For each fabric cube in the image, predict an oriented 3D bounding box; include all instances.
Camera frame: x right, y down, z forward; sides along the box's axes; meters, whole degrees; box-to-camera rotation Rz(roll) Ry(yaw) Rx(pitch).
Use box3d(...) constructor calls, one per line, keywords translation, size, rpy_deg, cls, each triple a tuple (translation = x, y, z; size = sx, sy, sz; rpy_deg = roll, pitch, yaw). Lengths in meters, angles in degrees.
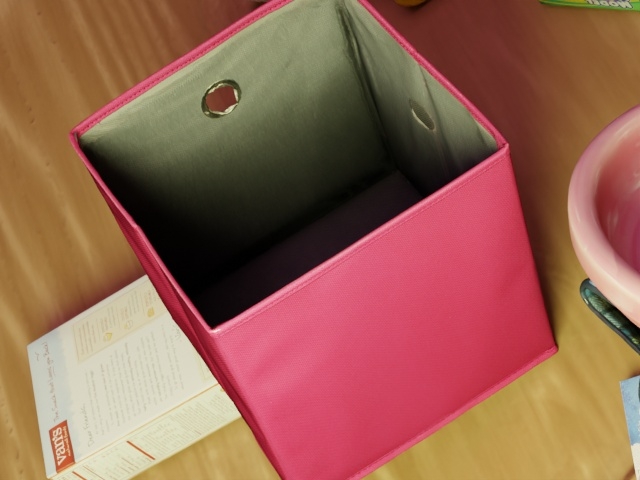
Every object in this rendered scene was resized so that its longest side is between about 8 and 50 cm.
box3d(translation=(0.000, 0.000, 1.375), size=(0.254, 0.258, 0.259), rpy_deg=(-33, 51, -8), cls="fabric cube")

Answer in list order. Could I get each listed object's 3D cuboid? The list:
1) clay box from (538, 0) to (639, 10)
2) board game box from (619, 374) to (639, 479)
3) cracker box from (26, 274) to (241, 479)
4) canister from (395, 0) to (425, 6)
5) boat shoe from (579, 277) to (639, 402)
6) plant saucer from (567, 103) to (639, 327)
box3d(translation=(0.297, -0.262, 1.522), size=(0.222, 0.053, 0.127), rpy_deg=(12, 70, 37), cls="clay box")
box3d(translation=(0.274, 0.134, 1.311), size=(0.090, 0.020, 0.090), rpy_deg=(-21, 52, 23), cls="board game box")
box3d(translation=(-0.148, 0.113, 1.585), size=(0.232, 0.067, 0.155), rpy_deg=(-29, 49, 15), cls="cracker box")
box3d(translation=(0.083, -0.318, 1.693), size=(0.126, 0.073, 0.170), rpy_deg=(-37, 49, 10), cls="canister")
box3d(translation=(0.267, 0.105, 1.258), size=(0.089, 0.109, 0.258), rpy_deg=(-21, 35, -5), cls="boat shoe")
box3d(translation=(0.341, -0.004, 1.230), size=(0.332, 0.084, 0.332), rpy_deg=(-5, 35, 3), cls="plant saucer")
